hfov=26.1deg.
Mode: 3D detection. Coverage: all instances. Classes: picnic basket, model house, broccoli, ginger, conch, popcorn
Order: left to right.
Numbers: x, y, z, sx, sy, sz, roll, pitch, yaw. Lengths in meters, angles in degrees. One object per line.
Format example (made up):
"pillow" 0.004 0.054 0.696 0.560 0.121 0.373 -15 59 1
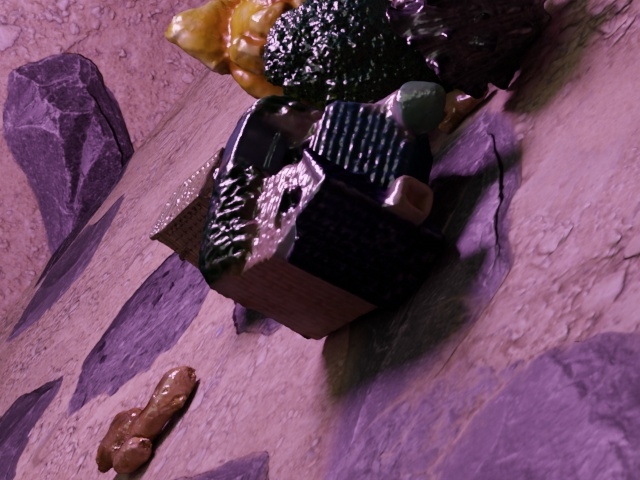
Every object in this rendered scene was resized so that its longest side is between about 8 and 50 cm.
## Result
"ginger" -0.273 0.276 2.132 0.214 0.059 0.133 -57 22 -9
"picnic basket" -0.141 -0.013 2.136 0.154 0.196 0.134 -38 23 39
"popcorn" -0.083 -0.409 2.571 0.290 0.321 0.325 -43 38 29
"model house" 0.035 -0.062 1.735 0.284 0.243 0.298 -22 46 50
"broccoli" 0.056 -0.226 2.034 0.297 0.298 0.297 -85 -4 -60
"conch" 0.185 -0.315 1.844 0.313 0.241 0.186 -57 -22 -55
"ginger" 0.196 -0.190 1.913 0.097 0.030 0.048 -45 46 30
